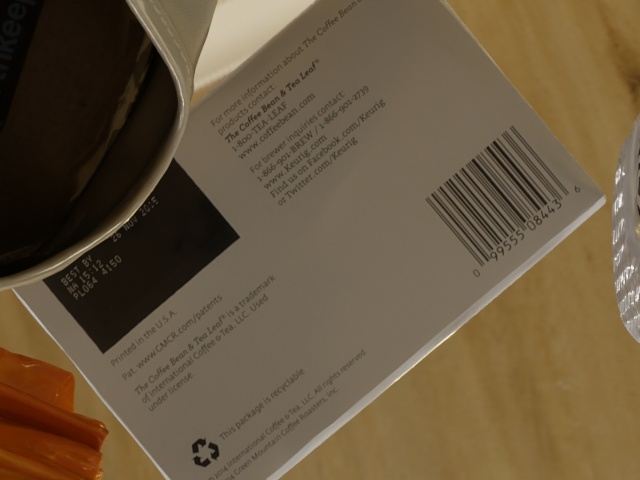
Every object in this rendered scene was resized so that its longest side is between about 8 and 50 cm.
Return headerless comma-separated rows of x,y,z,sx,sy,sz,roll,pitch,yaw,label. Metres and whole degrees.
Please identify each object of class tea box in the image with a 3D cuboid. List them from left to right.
0.000,0.000,1.218,0.329,0.323,0.220,-40,-93,4,tea box

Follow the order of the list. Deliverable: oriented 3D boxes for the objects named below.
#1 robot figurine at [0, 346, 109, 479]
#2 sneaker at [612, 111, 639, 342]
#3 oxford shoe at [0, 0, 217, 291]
-0.174,0.139,0.411,0.211,0.085,0.291,27,-73,-11,robot figurine
0.271,-0.030,0.671,0.366,0.210,0.137,136,-40,-61,sneaker
-0.080,-0.172,0.565,0.169,0.130,0.449,11,-69,-13,oxford shoe
